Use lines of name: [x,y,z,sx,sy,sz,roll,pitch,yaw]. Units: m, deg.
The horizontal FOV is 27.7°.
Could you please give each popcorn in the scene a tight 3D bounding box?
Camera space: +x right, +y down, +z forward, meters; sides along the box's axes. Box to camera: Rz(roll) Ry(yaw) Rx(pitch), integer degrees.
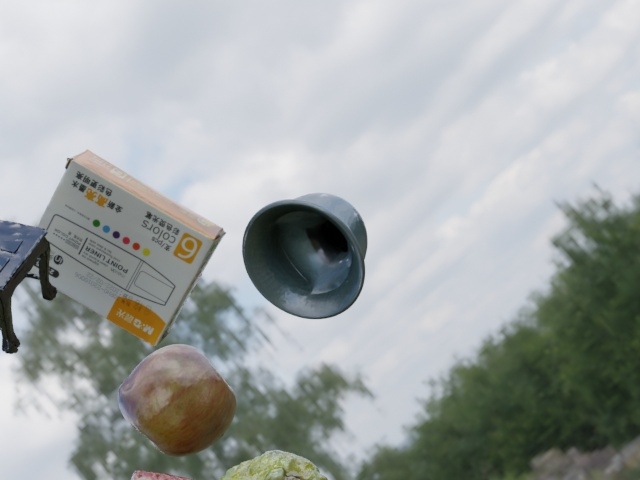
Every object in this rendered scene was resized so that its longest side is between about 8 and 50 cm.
popcorn: [-0.075,0.432,1.967,0.286,0.174,0.225,-3,55,59]

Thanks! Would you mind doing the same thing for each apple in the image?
apple: [-0.267,0.304,2.445,0.188,0.211,0.211,-45,-9,-10]

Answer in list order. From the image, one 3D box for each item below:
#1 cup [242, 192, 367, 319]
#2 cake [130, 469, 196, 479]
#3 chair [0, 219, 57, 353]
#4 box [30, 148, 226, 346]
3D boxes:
cup: [0.000,0.000,1.983,0.199,0.199,0.150,-47,1,35]
cake: [-0.241,0.585,2.184,0.269,0.270,0.319,114,163,-44]
chair: [-0.364,-0.005,1.372,0.106,0.113,0.229,-65,-18,-47]
box: [-0.321,0.011,2.104,0.220,0.274,0.091,-62,0,16]
